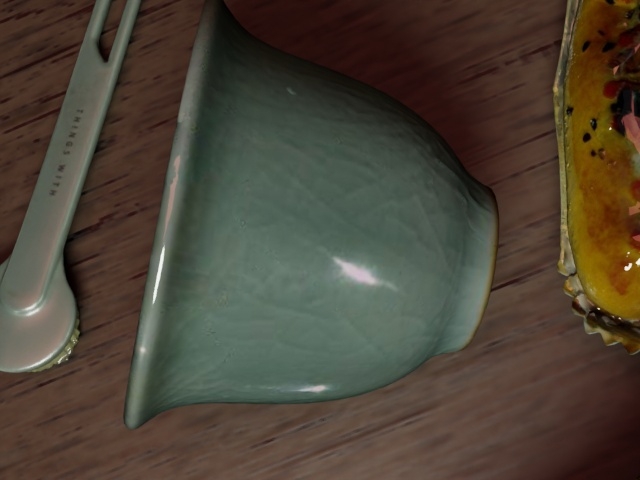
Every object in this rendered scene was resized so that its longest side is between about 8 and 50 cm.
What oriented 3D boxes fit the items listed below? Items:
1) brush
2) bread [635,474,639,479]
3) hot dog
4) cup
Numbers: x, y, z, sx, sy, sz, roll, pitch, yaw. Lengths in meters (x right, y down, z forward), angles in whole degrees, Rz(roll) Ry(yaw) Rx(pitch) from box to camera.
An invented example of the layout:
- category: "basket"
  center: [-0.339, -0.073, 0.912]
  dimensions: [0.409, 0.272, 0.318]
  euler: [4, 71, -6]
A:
- category: "brush"
  center: [-0.130, -0.057, 0.660]
  dimensions: [0.062, 0.027, 0.266]
  euler: [13, 79, 11]
- category: "bread"
  center: [0.173, 0.168, 0.488]
  dimensions: [0.344, 0.195, 0.149]
  euler: [-47, 41, -1]
- category: "hot dog"
  center: [0.192, -0.072, 0.575]
  dimensions: [0.162, 0.082, 0.271]
  euler: [3, 82, 12]
- category: "cup"
  center: [0.000, 0.000, 0.562]
  dimensions: [0.149, 0.199, 0.199]
  euler: [11, 82, -7]
